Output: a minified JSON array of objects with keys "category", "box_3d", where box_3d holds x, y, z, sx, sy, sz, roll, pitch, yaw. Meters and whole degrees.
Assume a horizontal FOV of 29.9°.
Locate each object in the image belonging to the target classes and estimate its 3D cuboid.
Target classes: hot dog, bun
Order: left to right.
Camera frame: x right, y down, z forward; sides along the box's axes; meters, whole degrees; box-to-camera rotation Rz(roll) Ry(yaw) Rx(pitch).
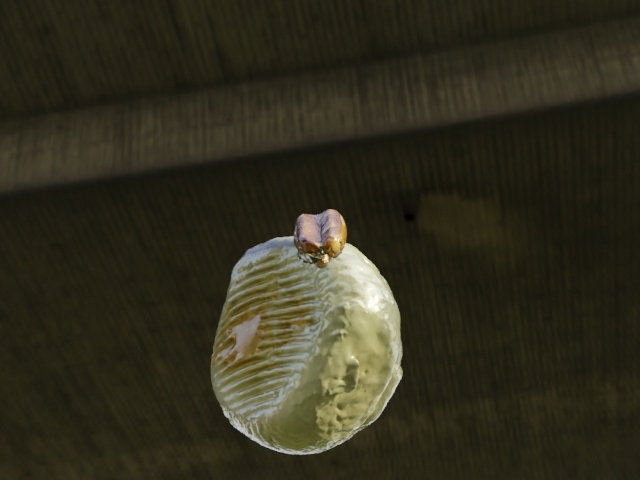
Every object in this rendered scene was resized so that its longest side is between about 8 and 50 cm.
[{"category":"bun","box_3d":[-0.003,0.101,1.250,0.153,0.244,0.244,11,-44,-37]},{"category":"hot dog","box_3d":[0.000,0.000,1.052,0.049,0.122,0.037,-13,-75,4]}]
